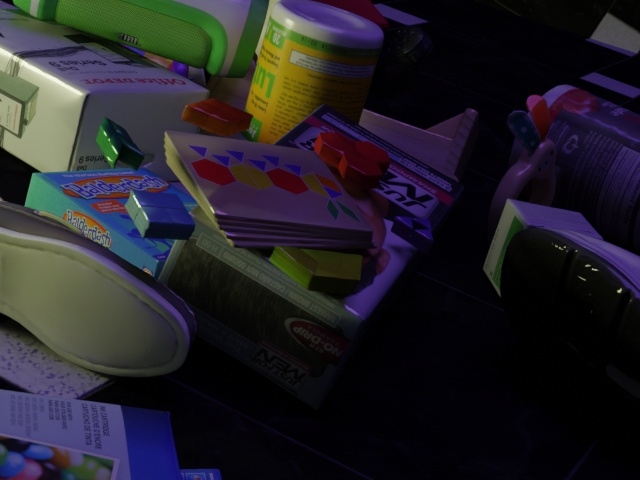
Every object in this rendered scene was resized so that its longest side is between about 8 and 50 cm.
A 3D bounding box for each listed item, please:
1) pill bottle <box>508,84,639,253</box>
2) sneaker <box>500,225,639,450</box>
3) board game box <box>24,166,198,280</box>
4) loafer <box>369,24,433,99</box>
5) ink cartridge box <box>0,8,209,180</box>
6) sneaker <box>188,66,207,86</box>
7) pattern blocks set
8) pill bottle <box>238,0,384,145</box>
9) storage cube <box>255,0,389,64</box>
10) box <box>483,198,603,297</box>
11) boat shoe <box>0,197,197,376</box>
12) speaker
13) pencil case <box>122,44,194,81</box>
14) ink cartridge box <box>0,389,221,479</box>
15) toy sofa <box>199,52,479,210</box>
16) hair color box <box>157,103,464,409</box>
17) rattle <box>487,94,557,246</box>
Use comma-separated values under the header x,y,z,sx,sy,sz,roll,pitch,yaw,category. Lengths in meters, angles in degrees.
x,y,z,sx,sy,sz,roll,pitch,yaw,category
0.438,-0.083,1.949,0.319,0.176,0.176,29,24,30,pill bottle
0.401,0.107,1.368,0.257,0.169,0.447,-19,42,-37,sneaker
-0.183,-0.013,1.465,0.210,0.047,0.160,31,24,34,board game box
0.108,-0.233,1.867,0.078,0.076,0.223,44,-12,-9,loafer
-0.311,-0.178,1.688,0.289,0.121,0.211,29,23,31,ink cartridge box
-0.255,-0.286,2.091,0.123,0.106,0.290,-19,35,-14,sneaker
-0.044,-0.043,1.274,0.325,0.026,0.285,11,31,-27,pattern blocks set
-0.021,-0.152,1.668,0.136,0.245,0.136,14,20,-5,pill bottle
-0.053,-0.327,2.114,0.215,0.183,0.193,52,32,15,storage cube
0.263,0.017,1.658,0.102,0.101,0.087,12,20,-13,box
-0.235,0.030,1.227,0.305,0.109,0.091,19,25,17,boat shoe
-0.219,-0.295,1.718,0.297,0.131,0.131,17,20,-9,speaker
-0.288,-0.236,1.895,0.236,0.104,0.104,15,20,-3,pencil case
-0.201,0.171,0.958,0.311,0.065,0.186,12,21,-17,ink cartridge box
0.019,-0.133,1.841,0.363,0.177,0.150,20,-4,9,toy sofa
0.000,0.000,1.392,0.185,0.113,0.374,30,28,7,hair color box
0.292,-0.064,1.749,0.130,0.199,0.143,1,26,-37,rattle
